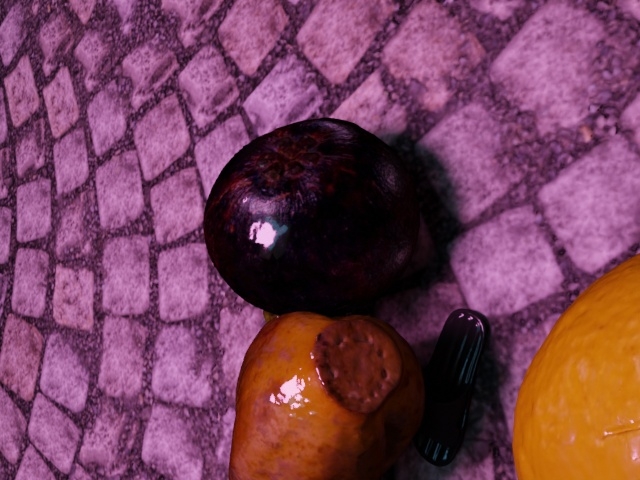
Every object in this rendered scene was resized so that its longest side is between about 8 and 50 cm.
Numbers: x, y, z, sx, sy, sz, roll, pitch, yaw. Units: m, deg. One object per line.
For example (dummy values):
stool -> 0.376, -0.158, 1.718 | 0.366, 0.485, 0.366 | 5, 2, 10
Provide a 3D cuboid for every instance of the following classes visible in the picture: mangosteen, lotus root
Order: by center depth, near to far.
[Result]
lotus root -> 0.006, 0.165, 0.712 | 0.193, 0.193, 0.291 | 58, 154, 28
mangosteen -> 0.000, -0.012, 0.772 | 0.216, 0.216, 0.216 | -5, 83, 40

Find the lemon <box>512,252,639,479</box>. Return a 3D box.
lemon -> 0.271, 0.129, 0.467 | 0.297, 0.297, 0.297 | -5, 83, 40

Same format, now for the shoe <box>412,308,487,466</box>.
shoe -> 0.116, 0.142, 0.746 | 0.062, 0.053, 0.159 | 20, 96, 36
